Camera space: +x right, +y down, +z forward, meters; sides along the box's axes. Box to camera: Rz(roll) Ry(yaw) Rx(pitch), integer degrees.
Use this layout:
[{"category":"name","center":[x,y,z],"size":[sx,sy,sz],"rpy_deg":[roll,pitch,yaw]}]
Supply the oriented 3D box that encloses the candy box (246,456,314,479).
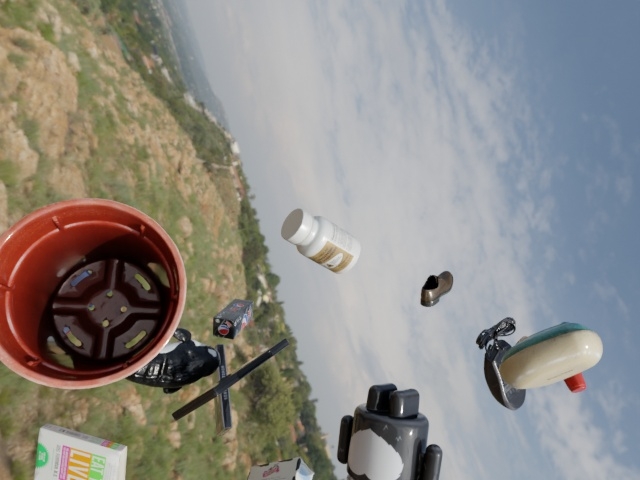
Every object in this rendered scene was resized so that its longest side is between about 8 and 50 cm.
[{"category":"candy box","center":[-0.117,0.633,1.132],"size":[0.071,0.159,0.233],"rpy_deg":[56,28,-22]}]

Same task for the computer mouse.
[{"category":"computer mouse","center":[0.550,0.383,1.505],"size":[0.072,0.189,0.272],"rpy_deg":[-13,-86,55]}]

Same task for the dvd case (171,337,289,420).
[{"category":"dvd case","center":[-0.201,0.316,1.133],"size":[0.022,0.180,0.253],"rpy_deg":[57,36,7]}]

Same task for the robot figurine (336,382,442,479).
[{"category":"robot figurine","center":[0.147,0.465,1.089],"size":[0.209,0.174,0.278],"rpy_deg":[165,-66,-76]}]

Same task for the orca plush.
[{"category":"orca plush","center":[-0.333,0.268,1.083],"size":[0.102,0.151,0.287],"rpy_deg":[9,-17,48]}]

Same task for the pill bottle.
[{"category":"pill bottle","center":[0.000,0.000,1.480],"size":[0.229,0.131,0.131],"rpy_deg":[31,20,-33]}]

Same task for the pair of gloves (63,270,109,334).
[{"category":"pair of gloves","center":[-0.530,0.107,0.981],"size":[0.023,0.198,0.159],"rpy_deg":[7,-41,50]}]

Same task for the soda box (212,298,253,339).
[{"category":"soda box","center":[-0.231,0.208,1.319],"size":[0.169,0.060,0.053],"rpy_deg":[-48,144,-75]}]

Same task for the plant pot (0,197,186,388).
[{"category":"plant pot","center":[-0.367,0.101,0.815],"size":[0.265,0.273,0.272],"rpy_deg":[139,-66,-68]}]

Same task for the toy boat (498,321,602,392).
[{"category":"toy boat","center":[0.624,0.312,1.324],"size":[0.318,0.267,0.148],"rpy_deg":[31,36,-42]}]

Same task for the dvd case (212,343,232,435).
[{"category":"dvd case","center":[-0.301,0.452,1.477],"size":[0.179,0.030,0.238],"rpy_deg":[123,-38,-58]}]

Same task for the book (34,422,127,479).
[{"category":"book","center":[-0.394,0.364,0.808],"size":[0.035,0.144,0.096],"rpy_deg":[-44,145,-77]}]

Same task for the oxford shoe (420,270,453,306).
[{"category":"oxford shoe","center":[0.478,0.173,1.988],"size":[0.083,0.227,0.096],"rpy_deg":[9,-59,35]}]
